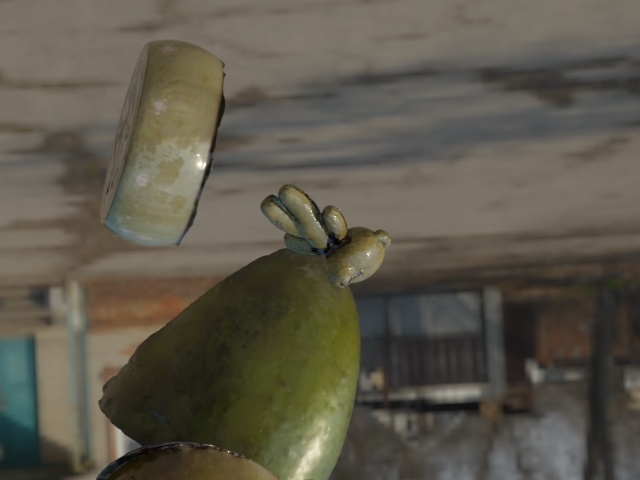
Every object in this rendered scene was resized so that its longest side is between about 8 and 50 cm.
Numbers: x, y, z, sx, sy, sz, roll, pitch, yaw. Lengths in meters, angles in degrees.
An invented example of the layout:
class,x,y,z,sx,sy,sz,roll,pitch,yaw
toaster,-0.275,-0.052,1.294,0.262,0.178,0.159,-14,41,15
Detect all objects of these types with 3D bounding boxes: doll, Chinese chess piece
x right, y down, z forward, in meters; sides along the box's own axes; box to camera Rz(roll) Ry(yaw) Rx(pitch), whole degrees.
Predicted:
class,x,y,z,sx,sy,sz,roll,pitch,yaw
doll,0.003,-0.007,1.239,0.061,0.093,0.051,-33,-170,47
Chinese chess piece,-0.195,-0.120,2.137,0.104,0.257,0.257,15,172,-12

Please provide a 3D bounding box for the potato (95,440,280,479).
class,x,y,z,sx,sy,sz,roll,pitch,yaw
potato,-0.108,0.321,1.287,0.229,0.266,0.229,-8,138,-7

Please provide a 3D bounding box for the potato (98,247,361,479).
class,x,y,z,sx,sy,sz,roll,pitch,yaw
potato,-0.079,0.112,1.742,0.269,0.255,0.112,28,178,30
